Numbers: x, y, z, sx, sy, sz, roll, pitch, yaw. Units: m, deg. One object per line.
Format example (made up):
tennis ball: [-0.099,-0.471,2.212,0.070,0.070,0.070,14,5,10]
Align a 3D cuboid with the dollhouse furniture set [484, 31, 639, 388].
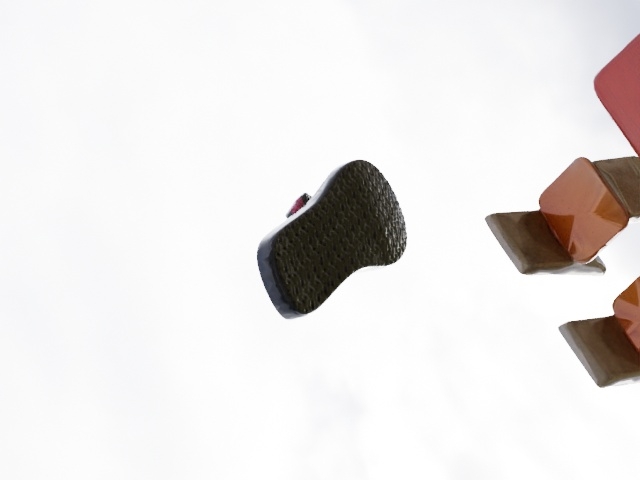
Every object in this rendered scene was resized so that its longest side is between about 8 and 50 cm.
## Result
dollhouse furniture set: [0.231,-0.008,0.977,0.135,0.262,0.259,0,-129,-51]

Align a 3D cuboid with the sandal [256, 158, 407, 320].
sandal: [0.000,0.000,1.129,0.179,0.040,0.067,-33,-79,-59]
